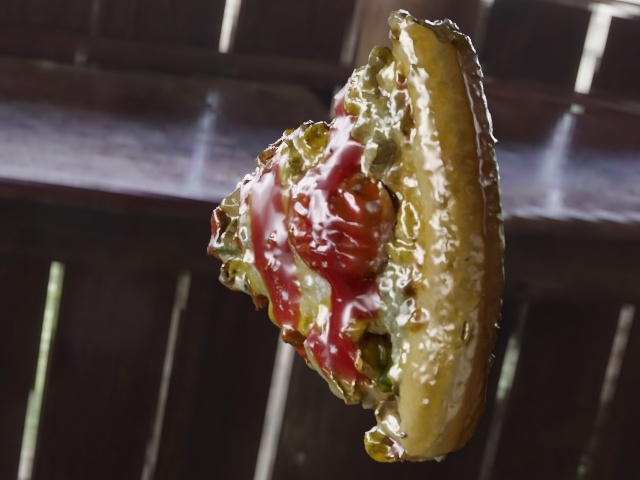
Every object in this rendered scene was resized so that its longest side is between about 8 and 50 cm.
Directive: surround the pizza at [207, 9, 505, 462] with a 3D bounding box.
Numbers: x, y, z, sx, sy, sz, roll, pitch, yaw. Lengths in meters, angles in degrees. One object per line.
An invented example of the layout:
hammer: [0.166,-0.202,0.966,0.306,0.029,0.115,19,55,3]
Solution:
pizza: [0.000,0.000,0.752,0.062,0.188,0.199,1,-3,-34]
